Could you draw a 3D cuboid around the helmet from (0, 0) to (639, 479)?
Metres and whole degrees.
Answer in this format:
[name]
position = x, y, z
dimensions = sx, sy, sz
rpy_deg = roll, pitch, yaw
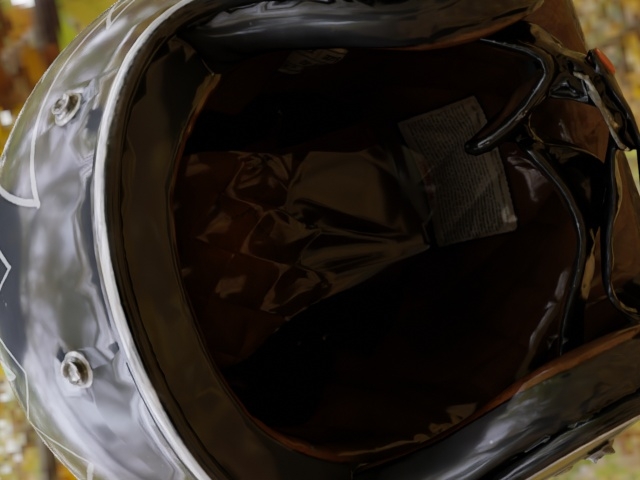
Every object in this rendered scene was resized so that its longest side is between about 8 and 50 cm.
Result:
[helmet]
position = 0.000, 0.000, 0.472
dimensions = 0.169, 0.162, 0.169
rpy_deg = -20, -90, -84
